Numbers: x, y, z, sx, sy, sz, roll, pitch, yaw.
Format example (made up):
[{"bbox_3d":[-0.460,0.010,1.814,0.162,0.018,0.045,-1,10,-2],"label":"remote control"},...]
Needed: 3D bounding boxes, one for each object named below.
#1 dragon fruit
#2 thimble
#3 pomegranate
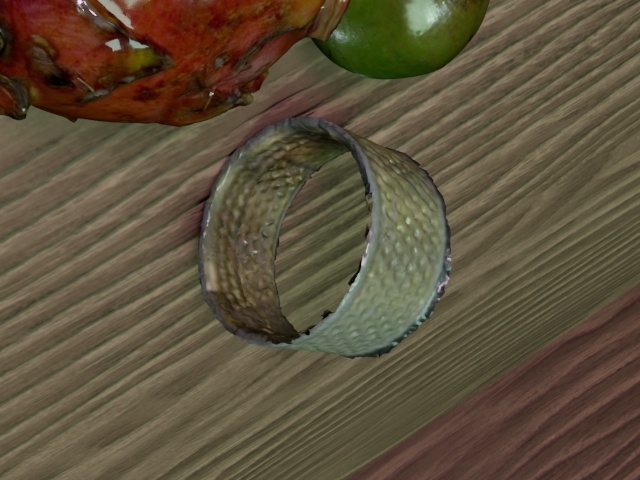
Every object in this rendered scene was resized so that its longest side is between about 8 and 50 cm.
[{"bbox_3d":[-0.125,-0.196,0.463,0.315,0.250,0.250,-15,143,-8],"label":"dragon fruit"},{"bbox_3d":[0.000,0.000,0.777,0.150,0.271,0.271,15,120,-49],"label":"thimble"},{"bbox_3d":[0.083,-0.263,0.638,0.190,0.159,0.241,-21,138,-26],"label":"pomegranate"}]
